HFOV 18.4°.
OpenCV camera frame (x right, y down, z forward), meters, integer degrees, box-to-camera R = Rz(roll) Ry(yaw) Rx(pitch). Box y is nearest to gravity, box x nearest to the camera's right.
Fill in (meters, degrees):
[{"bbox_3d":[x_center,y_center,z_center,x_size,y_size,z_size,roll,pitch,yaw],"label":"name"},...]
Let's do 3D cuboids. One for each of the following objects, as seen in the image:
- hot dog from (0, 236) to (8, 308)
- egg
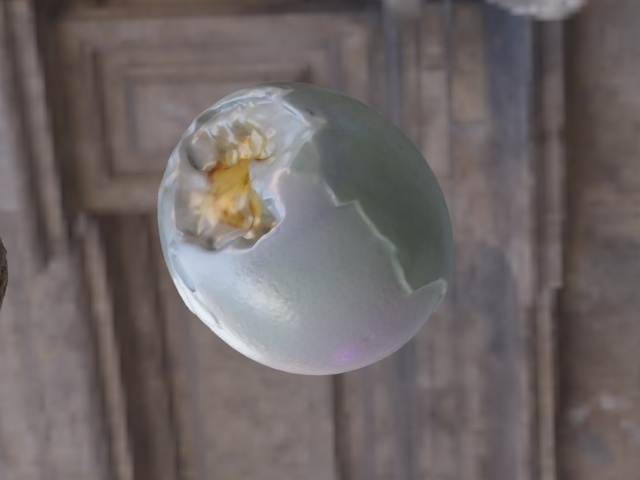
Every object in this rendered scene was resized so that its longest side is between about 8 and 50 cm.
[{"bbox_3d":[-0.326,0.016,1.507,0.227,0.160,0.099,30,106,53],"label":"hot dog"},{"bbox_3d":[0.000,0.000,1.294,0.217,0.183,0.183,34,-133,-44],"label":"egg"}]
